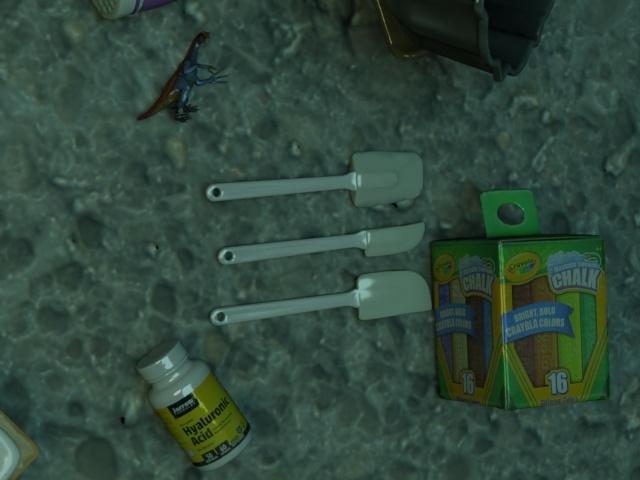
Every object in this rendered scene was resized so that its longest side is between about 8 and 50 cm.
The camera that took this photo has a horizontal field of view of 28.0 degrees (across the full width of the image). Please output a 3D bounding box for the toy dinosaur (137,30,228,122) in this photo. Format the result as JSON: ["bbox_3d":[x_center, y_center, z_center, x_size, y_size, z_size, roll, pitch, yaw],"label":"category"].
[{"bbox_3d":[-0.126,-0.156,1.194,0.090,0.047,0.082,-2,73,-15],"label":"toy dinosaur"}]

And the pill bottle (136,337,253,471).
[{"bbox_3d":[-0.118,0.150,1.184,0.065,0.065,0.116,-39,105,-20],"label":"pill bottle"}]

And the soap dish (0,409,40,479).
[{"bbox_3d":[-0.408,0.197,1.019,0.291,0.118,0.229,-48,108,-17],"label":"soap dish"}]

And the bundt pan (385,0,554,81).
[{"bbox_3d":[0.141,-0.315,1.158,0.124,0.331,0.330,13,83,19],"label":"bundt pan"}]

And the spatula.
[{"bbox_3d":[0.000,0.000,1.267,0.242,0.019,0.168,-5,98,-24],"label":"spatula"}]

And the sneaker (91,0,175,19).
[{"bbox_3d":[-0.143,-0.348,1.125,0.161,0.102,0.282,-23,129,-28],"label":"sneaker"}]

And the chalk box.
[{"bbox_3d":[0.200,0.054,1.295,0.132,0.132,0.213,-4,92,-25],"label":"chalk box"}]

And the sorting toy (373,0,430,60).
[{"bbox_3d":[0.171,-0.341,1.328,0.307,0.041,0.229,-25,101,-23],"label":"sorting toy"}]
